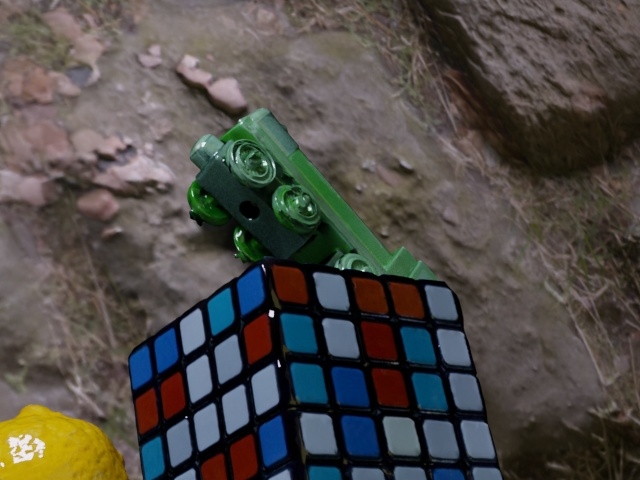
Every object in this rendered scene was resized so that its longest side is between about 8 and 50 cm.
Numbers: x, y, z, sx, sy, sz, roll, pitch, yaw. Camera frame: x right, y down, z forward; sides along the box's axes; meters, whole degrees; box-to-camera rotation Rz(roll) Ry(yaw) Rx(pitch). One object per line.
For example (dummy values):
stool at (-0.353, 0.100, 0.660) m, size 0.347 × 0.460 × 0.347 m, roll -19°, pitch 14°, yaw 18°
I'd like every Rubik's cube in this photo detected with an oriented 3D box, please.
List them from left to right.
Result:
Rubik's cube at (-0.007, 0.135, 1.114) m, size 0.182 × 0.184 × 0.187 m, roll 9°, pitch 57°, yaw -36°

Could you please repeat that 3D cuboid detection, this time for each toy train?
toy train at (0.000, 0.000, 1.285) m, size 0.251 × 0.085 × 0.119 m, roll 49°, pitch 38°, yaw -7°

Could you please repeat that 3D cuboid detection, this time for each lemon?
lemon at (-0.172, 0.179, 0.997) m, size 0.114 × 0.114 × 0.155 m, roll 5°, pitch 72°, yaw -39°
